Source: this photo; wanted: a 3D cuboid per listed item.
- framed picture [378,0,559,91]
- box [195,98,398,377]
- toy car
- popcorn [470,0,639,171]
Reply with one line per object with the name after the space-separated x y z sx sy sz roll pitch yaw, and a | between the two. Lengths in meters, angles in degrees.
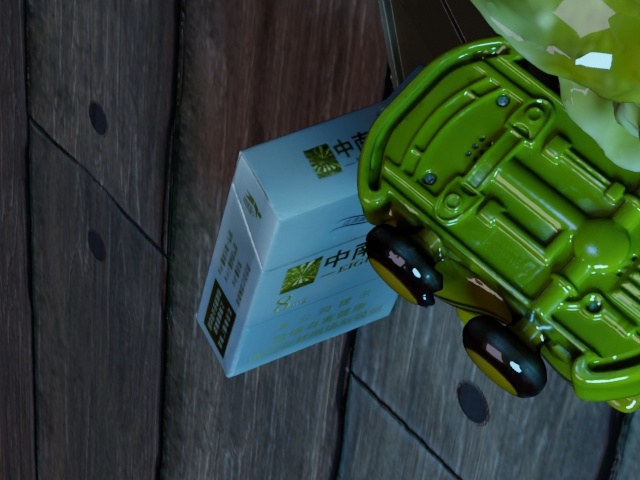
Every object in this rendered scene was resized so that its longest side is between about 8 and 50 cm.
0.106 -0.115 1.186 0.184 0.016 0.250 13 119 55 | framed picture
0.000 0.000 1.263 0.067 0.155 0.243 58 156 22 | box
0.144 -0.004 1.051 0.248 0.200 0.142 44 171 21 | toy car
0.178 -0.196 0.826 0.334 0.293 0.292 66 -167 10 | popcorn
